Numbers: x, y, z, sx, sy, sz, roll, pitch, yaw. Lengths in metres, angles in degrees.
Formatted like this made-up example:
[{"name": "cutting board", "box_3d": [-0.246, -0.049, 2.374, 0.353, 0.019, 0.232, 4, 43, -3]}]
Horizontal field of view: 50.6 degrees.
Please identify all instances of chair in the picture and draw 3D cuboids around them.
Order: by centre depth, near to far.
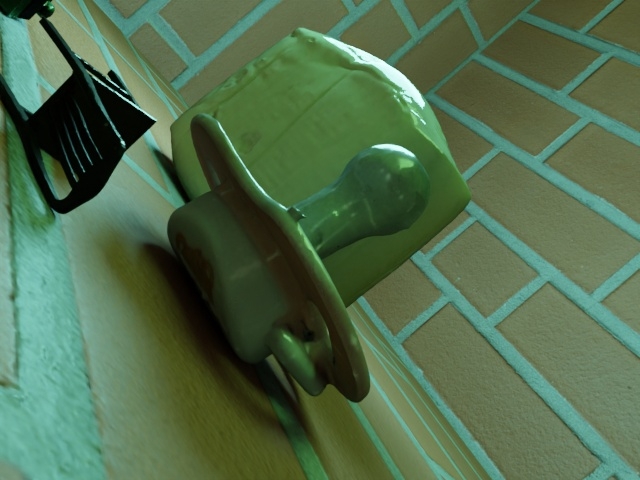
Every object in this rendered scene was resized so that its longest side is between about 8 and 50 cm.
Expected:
[{"name": "chair", "box_3d": [-0.192, -0.087, 0.573, 0.212, 0.084, 0.101, 51, 7, 33]}]

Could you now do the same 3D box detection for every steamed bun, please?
[{"name": "steamed bun", "box_3d": [0.004, -0.109, 1.082, 0.456, 0.371, 0.290, 55, 4, 39]}]

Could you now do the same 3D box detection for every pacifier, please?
[{"name": "pacifier", "box_3d": [-0.028, 0.003, 0.662, 0.220, 0.273, 0.332, 21, 22, -48]}]

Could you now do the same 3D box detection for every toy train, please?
[{"name": "toy train", "box_3d": [-0.428, -0.369, 0.899, 0.170, 0.071, 0.111, 49, 9, -8]}]
